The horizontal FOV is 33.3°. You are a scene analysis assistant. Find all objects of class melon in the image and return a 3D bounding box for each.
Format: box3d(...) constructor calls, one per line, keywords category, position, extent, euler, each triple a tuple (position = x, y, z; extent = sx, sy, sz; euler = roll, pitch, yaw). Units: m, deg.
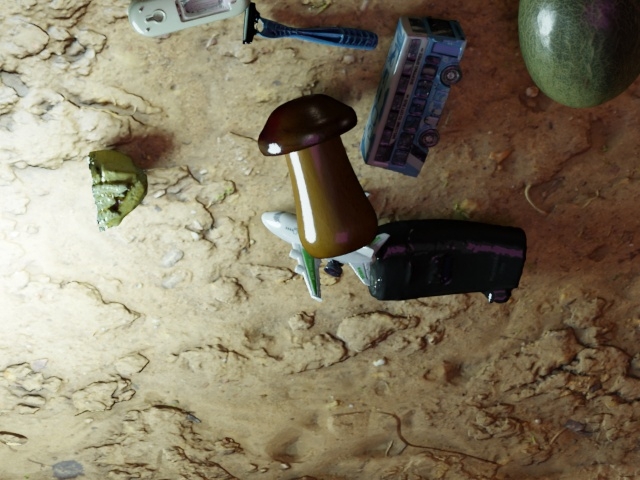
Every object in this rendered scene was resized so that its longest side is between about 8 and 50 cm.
box3d(category="melon", position=(0.475, -0.390, 1.898), extent=(0.249, 0.248, 0.329), euler=(-10, 132, -4))

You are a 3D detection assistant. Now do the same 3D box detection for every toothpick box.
box3d(category="toothpick box", position=(0.000, -0.124, 1.993), extent=(0.192, 0.192, 0.294), euler=(-17, 106, 2))

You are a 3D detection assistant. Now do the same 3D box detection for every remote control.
box3d(category="remote control", position=(-0.229, -0.412, 1.873), extent=(0.222, 0.042, 0.078), euler=(-14, 124, 1))

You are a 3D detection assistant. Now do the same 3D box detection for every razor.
box3d(category="razor", position=(0.262, 0.043, 2.239), extent=(0.327, 0.107, 0.189), euler=(0, 124, -9))
box3d(category="razor", position=(-0.018, -0.378, 1.940), extent=(0.253, 0.042, 0.081), euler=(4, 82, -15))

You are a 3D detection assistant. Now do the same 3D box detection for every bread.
box3d(category="bread", position=(-0.384, -0.097, 2.039), extent=(0.110, 0.103, 0.156), euler=(-12, 132, -16))

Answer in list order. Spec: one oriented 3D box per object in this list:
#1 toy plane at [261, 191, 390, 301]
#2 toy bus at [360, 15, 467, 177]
box3d(category="toy plane", position=(0.001, 0.002, 2.146), extent=(0.255, 0.251, 0.101), euler=(20, 158, 10))
box3d(category="toy bus", position=(0.174, -0.271, 2.010), extent=(0.131, 0.106, 0.297), euler=(9, 124, -11))
